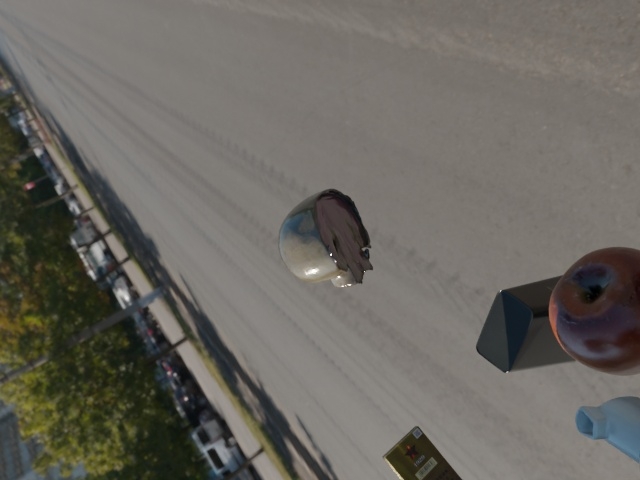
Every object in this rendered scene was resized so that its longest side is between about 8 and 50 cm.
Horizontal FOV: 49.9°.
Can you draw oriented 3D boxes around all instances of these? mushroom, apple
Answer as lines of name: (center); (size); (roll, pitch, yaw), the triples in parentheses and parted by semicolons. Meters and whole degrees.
mushroom: (0.000, 0.000, 1.027); (0.188, 0.117, 0.141); (-38, -67, -63)
apple: (0.416, 0.102, 0.961); (0.168, 0.181, 0.181); (44, 172, -24)

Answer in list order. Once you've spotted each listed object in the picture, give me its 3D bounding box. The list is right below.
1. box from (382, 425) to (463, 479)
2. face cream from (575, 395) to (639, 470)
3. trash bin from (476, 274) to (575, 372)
box: (0.193, 0.430, 1.298); (0.133, 0.090, 0.023); (49, 161, 5)
face cream: (0.428, 0.253, 0.709); (0.145, 0.145, 0.369); (67, 168, -21)
trash bin: (0.437, 0.169, 1.390); (0.115, 0.225, 0.165); (40, 123, 44)
